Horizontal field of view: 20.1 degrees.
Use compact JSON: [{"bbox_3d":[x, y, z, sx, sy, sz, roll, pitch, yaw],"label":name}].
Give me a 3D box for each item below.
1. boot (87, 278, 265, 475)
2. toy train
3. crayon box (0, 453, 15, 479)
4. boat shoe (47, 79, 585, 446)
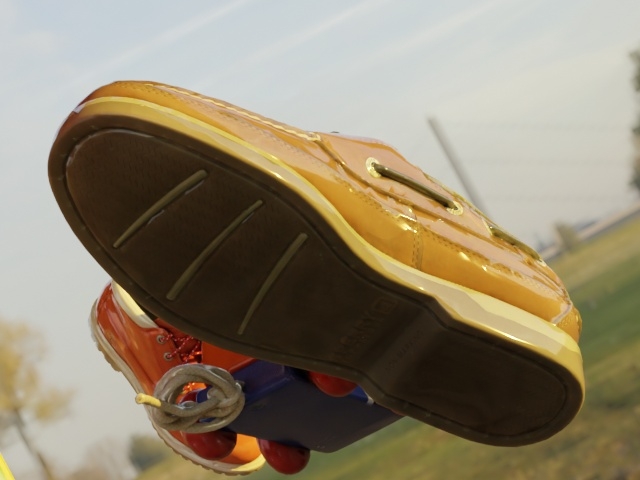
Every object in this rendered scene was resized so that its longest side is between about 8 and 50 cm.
[{"bbox_3d":[-0.088,0.082,1.160,0.059,0.158,0.084,-38,-12,-31],"label":"boot"},{"bbox_3d":[-0.047,0.039,1.007,0.105,0.143,0.248,-29,-24,20],"label":"toy train"},{"bbox_3d":[-0.139,0.118,0.431,0.081,0.278,0.165,18,-70,-38],"label":"crayon box"},{"bbox_3d":[0.000,0.000,0.915,0.111,0.307,0.104,-41,30,34],"label":"boat shoe"}]
